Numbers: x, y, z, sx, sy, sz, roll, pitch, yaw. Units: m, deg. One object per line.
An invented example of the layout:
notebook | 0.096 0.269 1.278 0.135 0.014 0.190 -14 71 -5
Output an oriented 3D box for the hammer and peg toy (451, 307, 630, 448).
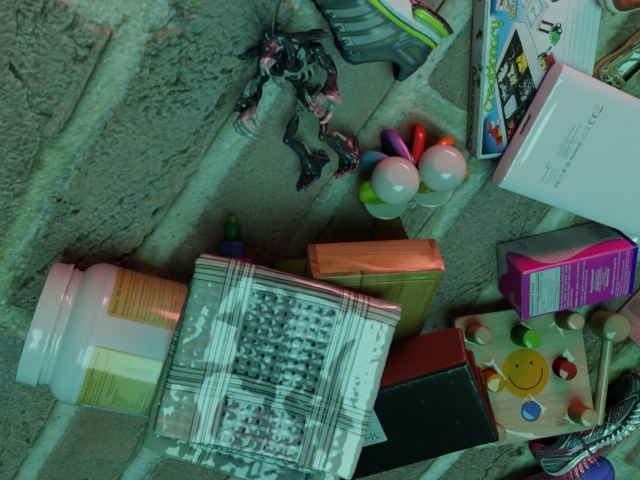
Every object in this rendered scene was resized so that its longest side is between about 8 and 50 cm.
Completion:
hammer and peg toy | 0.446 0.255 1.198 0.362 0.127 0.265 -7 88 -7

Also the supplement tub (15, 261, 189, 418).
supplement tub | -0.299 0.167 1.008 0.316 0.228 0.228 17 113 -18

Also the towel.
towel | -0.073 0.205 0.897 0.312 0.056 0.324 16 99 -6

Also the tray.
tray | 0.065 0.161 1.080 0.203 0.076 0.410 -3 140 -9

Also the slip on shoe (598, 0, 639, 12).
slip on shoe | 0.560 -0.431 0.913 0.332 0.101 0.123 -23 120 -6

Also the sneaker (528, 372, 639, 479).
sneaker | 0.599 0.406 1.374 0.112 0.121 0.299 44 96 4

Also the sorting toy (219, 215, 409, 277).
sorting toy | 0.000 0.000 1.065 0.366 0.127 0.126 0 92 -12

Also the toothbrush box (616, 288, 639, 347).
toothbrush box | 0.771 0.232 1.258 0.283 0.206 0.122 32 107 -23

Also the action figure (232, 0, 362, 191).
action figure | -0.035 -0.203 0.910 0.164 0.140 0.275 -8 128 28

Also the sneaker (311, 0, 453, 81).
sneaker | 0.042 -0.324 0.889 0.300 0.111 0.121 22 115 -18

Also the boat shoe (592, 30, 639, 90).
boat shoe | 0.503 -0.286 1.026 0.153 0.048 0.056 -41 117 11

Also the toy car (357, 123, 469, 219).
toy car | 0.141 -0.120 1.004 0.182 0.159 0.136 -15 79 -4

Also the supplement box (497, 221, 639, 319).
supplement box | 0.456 0.053 1.158 0.220 0.111 0.113 -11 119 -4

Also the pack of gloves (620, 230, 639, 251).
pack of gloves | 0.661 -0.073 1.170 0.232 0.046 0.195 -26 118 3

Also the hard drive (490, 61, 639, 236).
hard drive | 0.470 -0.143 1.041 0.319 0.040 0.210 16 112 -20

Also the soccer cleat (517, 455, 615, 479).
soccer cleat | 0.534 0.587 1.445 0.318 0.108 0.116 -26 137 7

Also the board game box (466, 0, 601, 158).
board game box | 0.339 -0.291 0.989 0.193 0.053 0.305 -8 118 -8

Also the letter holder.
letter holder | 0.119 0.253 1.051 0.302 0.214 0.152 -20 107 14
